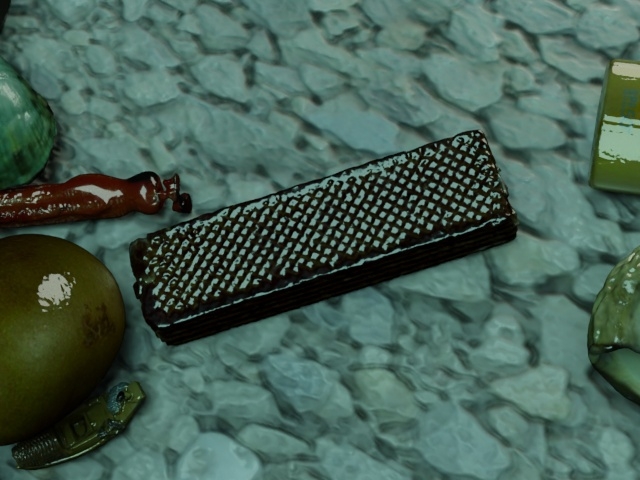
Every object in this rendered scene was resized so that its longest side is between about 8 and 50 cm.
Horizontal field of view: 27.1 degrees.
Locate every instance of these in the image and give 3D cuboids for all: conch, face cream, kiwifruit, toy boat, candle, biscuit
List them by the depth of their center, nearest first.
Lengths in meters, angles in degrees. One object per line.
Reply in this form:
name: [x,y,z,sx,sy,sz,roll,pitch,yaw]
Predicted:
face cream: [0.412,-0.097,1.284,0.285,0.067,0.139,8,76,14]
kiwifruit: [-0.296,0.090,1.292,0.196,0.196,0.234,33,37,20]
toy boat: [-0.241,0.189,1.333,0.149,0.049,0.047,-29,68,1]
biscuit: [0.000,0.000,1.336,0.388,0.073,0.107,-17,68,5]
candle: [-0.303,-0.040,1.424,0.329,0.048,0.051,-5,79,10]
conch: [-0.388,-0.138,1.426,0.188,0.122,0.175,-6,87,29]

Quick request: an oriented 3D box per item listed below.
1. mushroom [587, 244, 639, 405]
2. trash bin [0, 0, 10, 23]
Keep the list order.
mushroom: [0.388,0.083,1.172,0.267,0.189,0.164,2,55,37]
trash bin: [-0.528,-0.333,1.488,0.334,0.214,0.214,8,73,6]
